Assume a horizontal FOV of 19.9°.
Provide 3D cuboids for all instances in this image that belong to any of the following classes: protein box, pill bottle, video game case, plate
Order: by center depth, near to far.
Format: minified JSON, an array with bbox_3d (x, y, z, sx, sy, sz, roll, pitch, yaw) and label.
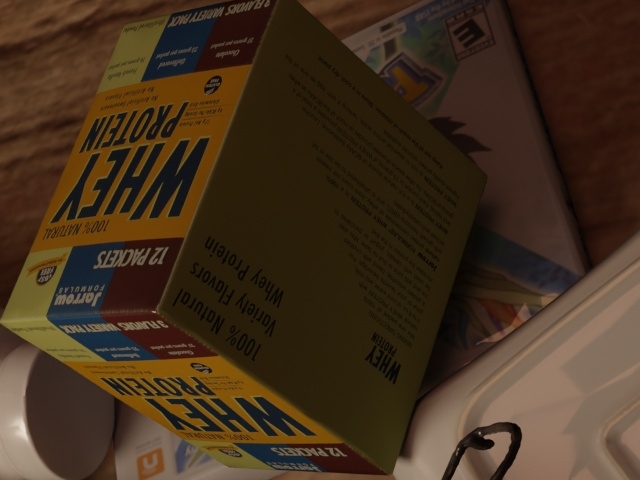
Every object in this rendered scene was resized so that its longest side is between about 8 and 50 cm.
[{"bbox_3d":[0.196,0.115,0.968,0.278,0.045,0.277,-39,56,4],"label":"plate"},{"bbox_3d":[-0.038,0.002,1.047,0.136,0.200,0.201,-5,56,44],"label":"protein box"},{"bbox_3d":[0.000,0.000,1.197,0.329,0.036,0.300,-24,50,15],"label":"video game case"},{"bbox_3d":[-0.268,0.119,1.202,0.264,0.146,0.146,-8,56,29],"label":"pill bottle"}]

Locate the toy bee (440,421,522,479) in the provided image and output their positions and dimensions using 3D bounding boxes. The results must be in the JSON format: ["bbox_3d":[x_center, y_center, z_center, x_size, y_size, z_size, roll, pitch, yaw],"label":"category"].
[{"bbox_3d":[0.038,0.239,0.901,0.298,0.162,0.195,-34,20,50],"label":"toy bee"}]
